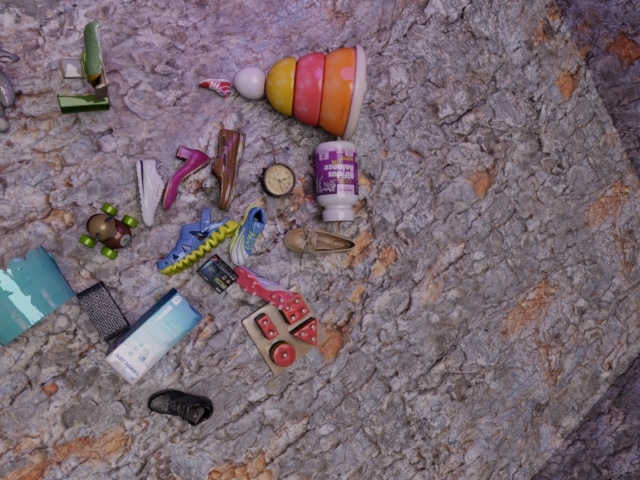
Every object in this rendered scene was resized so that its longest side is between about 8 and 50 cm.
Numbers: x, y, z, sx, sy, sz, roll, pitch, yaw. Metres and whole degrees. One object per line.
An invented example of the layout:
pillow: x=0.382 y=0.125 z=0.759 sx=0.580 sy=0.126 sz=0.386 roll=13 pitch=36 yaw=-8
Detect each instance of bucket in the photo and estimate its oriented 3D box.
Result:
bucket: x=-0.892 y=0.166 z=1.396 sx=0.281 sy=0.281 sz=0.183 roll=-39 pitch=103 yaw=-18

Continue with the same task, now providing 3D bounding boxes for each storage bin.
storage bin: x=-0.710 y=0.231 z=1.541 sx=0.084 sy=0.122 sz=0.180 roll=-31 pitch=100 yaw=-20

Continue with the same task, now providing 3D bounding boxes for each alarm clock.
alarm clock: x=-0.151 y=-0.216 z=1.809 sx=0.192 sy=0.064 sz=0.129 roll=47 pitch=73 yaw=-12

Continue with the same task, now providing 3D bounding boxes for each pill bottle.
pill bottle: x=0.065 y=-0.224 z=1.840 sx=0.169 sy=0.169 sz=0.302 roll=-2 pitch=89 yaw=-22

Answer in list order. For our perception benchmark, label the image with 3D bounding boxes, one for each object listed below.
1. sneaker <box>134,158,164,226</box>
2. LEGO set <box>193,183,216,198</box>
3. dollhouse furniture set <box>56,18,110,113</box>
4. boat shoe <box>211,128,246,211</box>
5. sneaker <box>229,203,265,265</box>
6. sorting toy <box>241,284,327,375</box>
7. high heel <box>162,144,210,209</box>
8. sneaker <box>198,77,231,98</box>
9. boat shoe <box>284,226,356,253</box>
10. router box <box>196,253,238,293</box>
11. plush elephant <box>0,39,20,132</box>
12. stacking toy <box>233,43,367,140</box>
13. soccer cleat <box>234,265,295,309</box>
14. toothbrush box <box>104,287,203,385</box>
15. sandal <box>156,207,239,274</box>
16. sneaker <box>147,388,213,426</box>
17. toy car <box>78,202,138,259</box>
sneaker: x=-0.585 y=-0.165 z=1.625 sx=0.094 sy=0.090 sz=0.235 roll=-4 pitch=92 yaw=-31
LEGO set: x=-0.423 y=-0.180 z=1.725 sx=0.083 sy=0.023 sz=0.054 roll=3 pitch=85 yaw=-9
dollhouse furniture set: x=-0.745 y=-0.527 z=1.448 sx=0.151 sy=0.301 sz=0.198 roll=-11 pitch=95 yaw=-24
boat shoe: x=-0.350 y=-0.257 z=1.715 sx=0.104 sy=0.110 sz=0.307 roll=12 pitch=75 yaw=-18
sneaker: x=-0.266 y=-0.024 z=1.724 sx=0.091 sy=0.126 sz=0.240 roll=18 pitch=82 yaw=-20
sorting toy: x=-0.123 y=0.345 z=1.793 sx=0.257 sy=0.089 sz=0.255 roll=-33 pitch=101 yaw=-20
high heel: x=-0.481 y=-0.213 z=1.676 sx=0.117 sy=0.082 sz=0.244 roll=20 pitch=76 yaw=-26
sneaker: x=-0.387 y=-0.559 z=1.734 sx=0.118 sy=0.042 sz=0.067 roll=-11 pitch=89 yaw=-24
boat shoe: x=0.000 y=0.000 z=1.850 sx=0.285 sy=0.089 sz=0.105 roll=2 pitch=88 yaw=-22
router box: x=-0.372 y=0.122 z=1.705 sx=0.092 sy=0.038 sz=0.122 roll=-40 pitch=104 yaw=14
plush elephant: x=-1.035 y=-0.505 z=1.355 sx=0.271 sy=0.255 sz=0.330 roll=18 pitch=82 yaw=-21
stacking toy: x=-0.081 y=-0.578 z=1.754 sx=0.479 sy=0.350 sz=0.351 roll=7 pitch=86 yaw=-6
soccer cleat: x=-0.209 y=0.169 z=1.744 sx=0.248 sy=0.095 sz=0.083 roll=30 pitch=118 yaw=16
toothbrush box: x=-0.550 y=0.305 z=1.554 sx=0.295 sy=0.216 sz=0.126 roll=-44 pitch=104 yaw=-18
sandal: x=-0.449 y=-0.001 z=1.664 sx=0.317 sy=0.126 sz=0.138 roll=-40 pitch=89 yaw=-22
sneaker: x=-0.479 y=0.577 z=1.625 sx=0.227 sy=0.130 sz=0.087 roll=18 pitch=80 yaw=-19
toy car: x=-0.687 y=-0.033 z=1.521 sx=0.149 sy=0.188 sz=0.155 roll=33 pitch=77 yaw=-18
